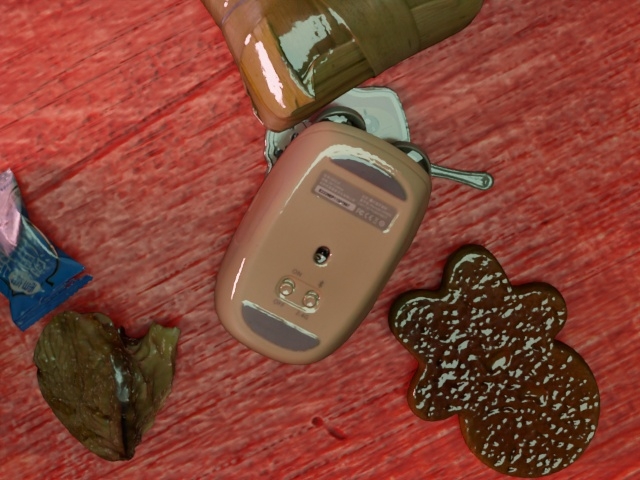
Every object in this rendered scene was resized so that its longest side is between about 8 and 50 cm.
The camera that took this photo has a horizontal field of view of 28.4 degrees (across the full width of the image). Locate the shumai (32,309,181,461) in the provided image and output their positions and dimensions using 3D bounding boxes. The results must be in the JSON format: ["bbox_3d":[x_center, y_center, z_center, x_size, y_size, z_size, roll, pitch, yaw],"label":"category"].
[{"bbox_3d":[-0.193,0.133,1.157,0.123,0.105,0.139,1,89,39],"label":"shumai"}]

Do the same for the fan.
[{"bbox_3d":[0.056,-0.076,1.174,0.220,0.009,0.132,13,98,-6],"label":"fan"}]

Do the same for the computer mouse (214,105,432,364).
[{"bbox_3d":[0.000,0.000,1.140,0.145,0.082,0.236,26,103,-11],"label":"computer mouse"}]

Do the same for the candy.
[{"bbox_3d":[-0.278,0.005,1.148,0.088,0.038,0.136,-36,93,15],"label":"candy"}]

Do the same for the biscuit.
[{"bbox_3d":[0.168,0.122,1.198,0.180,0.039,0.236,-37,100,-1],"label":"biscuit"}]

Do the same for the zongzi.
[{"bbox_3d":[-0.006,-0.248,1.113,0.228,0.115,0.256,-30,75,-13],"label":"zongzi"}]
